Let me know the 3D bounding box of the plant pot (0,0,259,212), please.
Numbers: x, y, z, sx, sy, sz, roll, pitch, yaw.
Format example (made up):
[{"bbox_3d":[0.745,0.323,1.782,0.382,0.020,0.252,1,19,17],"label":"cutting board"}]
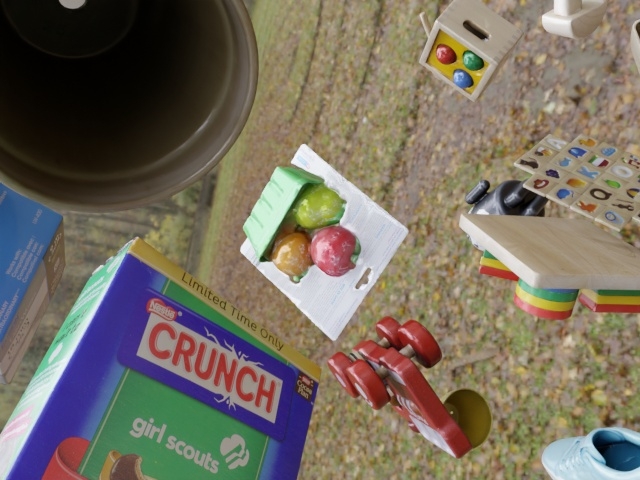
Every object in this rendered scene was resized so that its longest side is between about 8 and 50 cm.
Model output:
[{"bbox_3d":[-0.271,-0.244,0.766,0.280,0.323,0.323,55,137,40],"label":"plant pot"}]

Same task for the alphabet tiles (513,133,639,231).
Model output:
[{"bbox_3d":[0.635,-0.141,1.484,0.342,0.285,0.011,32,142,29],"label":"alphabet tiles"}]

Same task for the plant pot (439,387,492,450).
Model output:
[{"bbox_3d":[0.305,0.401,1.468,0.095,0.134,0.134,150,129,-68],"label":"plant pot"}]

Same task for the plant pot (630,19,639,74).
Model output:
[{"bbox_3d":[0.440,-0.221,0.792,0.096,0.109,0.109,0,-109,-78],"label":"plant pot"}]

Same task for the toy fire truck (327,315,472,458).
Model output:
[{"bbox_3d":[0.165,0.305,1.321,0.254,0.169,0.302,57,165,-6],"label":"toy fire truck"}]

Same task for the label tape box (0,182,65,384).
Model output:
[{"bbox_3d":[-0.498,0.067,1.016,0.334,0.106,0.241,128,160,-59],"label":"label tape box"}]

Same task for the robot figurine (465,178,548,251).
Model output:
[{"bbox_3d":[0.546,-0.070,1.925,0.278,0.173,0.209,130,136,-59],"label":"robot figurine"}]

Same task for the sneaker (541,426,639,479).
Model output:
[{"bbox_3d":[0.537,0.401,1.225,0.135,0.150,0.366,-42,8,-24],"label":"sneaker"}]

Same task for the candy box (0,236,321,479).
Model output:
[{"bbox_3d":[-0.153,0.204,0.619,0.122,0.268,0.317,-29,33,39],"label":"candy box"}]

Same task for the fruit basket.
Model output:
[{"bbox_3d":[0.000,0.000,1.530,0.327,0.353,0.165,-59,-22,20],"label":"fruit basket"}]

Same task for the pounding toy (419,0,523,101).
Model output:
[{"bbox_3d":[0.230,-0.333,1.164,0.094,0.181,0.206,-50,-7,-16],"label":"pounding toy"}]

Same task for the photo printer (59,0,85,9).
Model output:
[{"bbox_3d":[-0.392,-0.411,0.886,0.307,0.256,0.107,-24,71,33],"label":"photo printer"}]

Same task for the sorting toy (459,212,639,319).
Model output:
[{"bbox_3d":[0.388,0.044,1.063,0.257,0.255,0.089,-121,36,-64],"label":"sorting toy"}]

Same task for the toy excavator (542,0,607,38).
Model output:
[{"bbox_3d":[0.575,-0.715,1.343,0.445,0.433,0.222,-50,45,-3],"label":"toy excavator"}]
